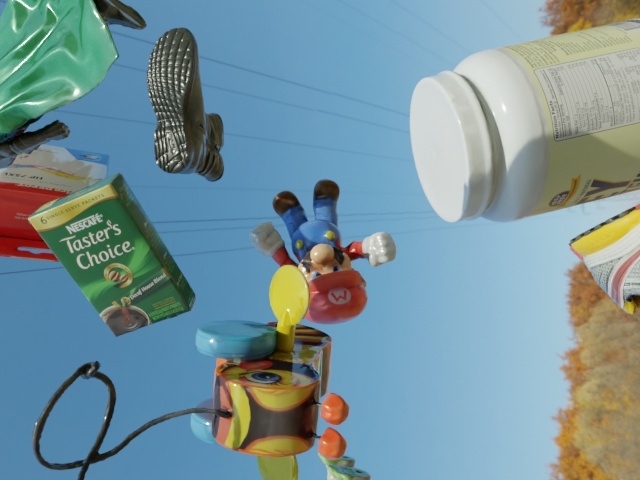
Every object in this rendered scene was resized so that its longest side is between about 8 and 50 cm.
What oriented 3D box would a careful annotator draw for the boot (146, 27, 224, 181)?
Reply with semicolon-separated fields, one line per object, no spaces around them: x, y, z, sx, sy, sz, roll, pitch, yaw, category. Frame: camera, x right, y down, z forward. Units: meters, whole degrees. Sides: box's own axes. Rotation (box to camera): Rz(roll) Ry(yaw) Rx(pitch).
-0.227;-0.230;0.907;0.161;0.083;0.246;-18;-69;-74;boot

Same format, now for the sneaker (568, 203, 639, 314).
0.288;-0.001;0.380;0.088;0.225;0.093;-24;-104;-10;sneaker

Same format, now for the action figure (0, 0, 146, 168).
-0.224;-0.113;0.383;0.063;0.232;0.137;13;-128;-55;action figure

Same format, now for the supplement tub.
0.312;-0.158;0.710;0.235;0.324;0.235;166;90;-84;supplement tub

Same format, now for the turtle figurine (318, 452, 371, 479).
-0.024;0.497;0.843;0.198;0.274;0.266;36;-116;-65;turtle figurine

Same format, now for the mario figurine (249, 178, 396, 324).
0.000;0.000;0.881;0.170;0.198;0.320;28;-152;-34;mario figurine

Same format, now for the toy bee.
-0.041;0.139;0.431;0.298;0.162;0.195;-44;-45;-57;toy bee

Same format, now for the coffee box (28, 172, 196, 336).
-0.244;0.023;0.614;0.040;0.113;0.184;-92;-19;-63;coffee box

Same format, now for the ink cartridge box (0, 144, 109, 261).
-0.393;-0.061;0.748;0.134;0.231;0.078;7;-62;-20;ink cartridge box
